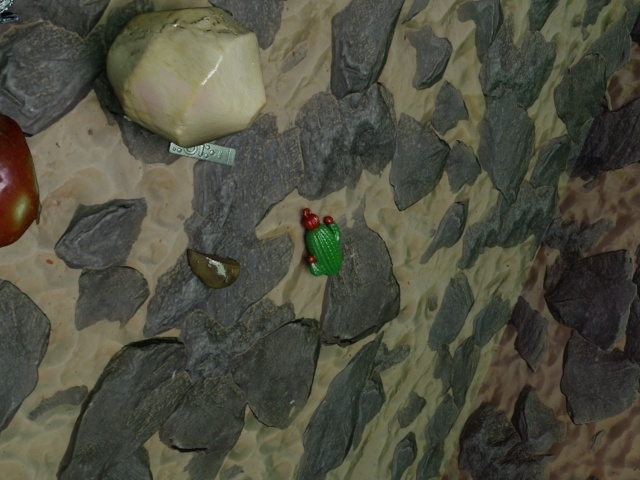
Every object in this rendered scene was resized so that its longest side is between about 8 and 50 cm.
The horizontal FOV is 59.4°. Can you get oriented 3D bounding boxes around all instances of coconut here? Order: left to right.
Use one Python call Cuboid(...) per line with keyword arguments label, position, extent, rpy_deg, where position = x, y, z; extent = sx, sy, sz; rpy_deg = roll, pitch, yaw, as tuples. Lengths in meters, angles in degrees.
Cuboid(label="coconut", position=(-0.289, -0.374, 1.283), extent=(0.353, 0.353, 0.352), rpy_deg=(-13, 114, -32))

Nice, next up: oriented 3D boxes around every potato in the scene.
Cuboid(label="potato", position=(-0.306, 0.094, 1.616), extent=(0.172, 0.089, 0.100), rpy_deg=(21, 96, -40))

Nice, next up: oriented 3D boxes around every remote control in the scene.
Cuboid(label="remote control", position=(-0.321, -0.245, 1.525), extent=(0.184, 0.027, 0.049), rpy_deg=(8, 100, -33))

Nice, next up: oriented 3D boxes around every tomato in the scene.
Cuboid(label="tomato", position=(-0.703, -0.111, 1.127), extent=(0.303, 0.303, 0.239), rpy_deg=(-32, 141, -22))

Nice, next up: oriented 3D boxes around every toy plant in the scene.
Cuboid(label="toy plant", position=(0.010, 0.002, 1.816), extent=(0.155, 0.088, 0.240), rpy_deg=(-17, 106, -43))

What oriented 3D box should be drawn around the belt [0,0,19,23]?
Cuboid(label="belt", position=(-0.717, -0.470, 1.089), extent=(0.218, 0.128, 0.122), rpy_deg=(-23, 124, -26))
